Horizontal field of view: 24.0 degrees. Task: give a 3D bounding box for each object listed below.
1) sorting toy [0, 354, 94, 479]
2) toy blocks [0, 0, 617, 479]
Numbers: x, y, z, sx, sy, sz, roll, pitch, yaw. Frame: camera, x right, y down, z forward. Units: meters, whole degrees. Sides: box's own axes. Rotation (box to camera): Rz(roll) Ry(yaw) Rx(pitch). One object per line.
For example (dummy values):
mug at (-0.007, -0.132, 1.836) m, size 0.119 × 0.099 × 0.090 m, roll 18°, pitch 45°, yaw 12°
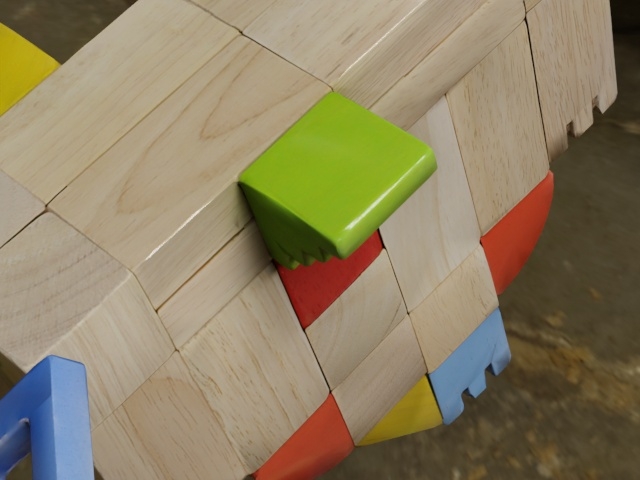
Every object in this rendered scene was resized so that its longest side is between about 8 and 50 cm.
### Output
sorting toy at (-0.042, 0.188, 0.321) m, size 0.047 × 0.347 × 0.196 m, roll 17°, pitch 123°, yaw -34°
toy blocks at (0.000, 0.000, 0.644) m, size 0.191 × 0.261 × 0.381 m, roll 34°, pitch 69°, yaw 33°
